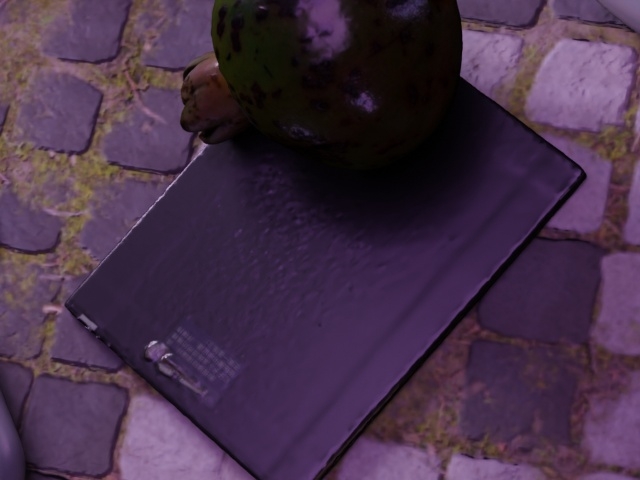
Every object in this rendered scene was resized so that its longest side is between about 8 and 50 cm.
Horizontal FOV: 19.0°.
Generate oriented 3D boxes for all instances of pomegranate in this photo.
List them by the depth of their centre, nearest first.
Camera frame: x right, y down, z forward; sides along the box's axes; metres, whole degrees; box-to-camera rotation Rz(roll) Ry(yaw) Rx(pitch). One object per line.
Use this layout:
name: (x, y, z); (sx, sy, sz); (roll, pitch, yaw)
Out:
pomegranate: (-0.008, -0.141, 1.420); (0.248, 0.202, 0.202); (-29, 63, 35)

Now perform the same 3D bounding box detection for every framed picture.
framed picture: (0.000, 0.000, 1.462); (0.255, 0.014, 0.338); (39, 83, 23)

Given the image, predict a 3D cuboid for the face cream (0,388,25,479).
face cream: (-0.297, 0.165, 1.442); (0.144, 0.071, 0.291); (-25, 68, 3)

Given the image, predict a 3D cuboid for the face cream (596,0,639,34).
face cream: (0.293, -0.162, 1.427); (0.182, 0.051, 0.072); (30, 82, 22)
